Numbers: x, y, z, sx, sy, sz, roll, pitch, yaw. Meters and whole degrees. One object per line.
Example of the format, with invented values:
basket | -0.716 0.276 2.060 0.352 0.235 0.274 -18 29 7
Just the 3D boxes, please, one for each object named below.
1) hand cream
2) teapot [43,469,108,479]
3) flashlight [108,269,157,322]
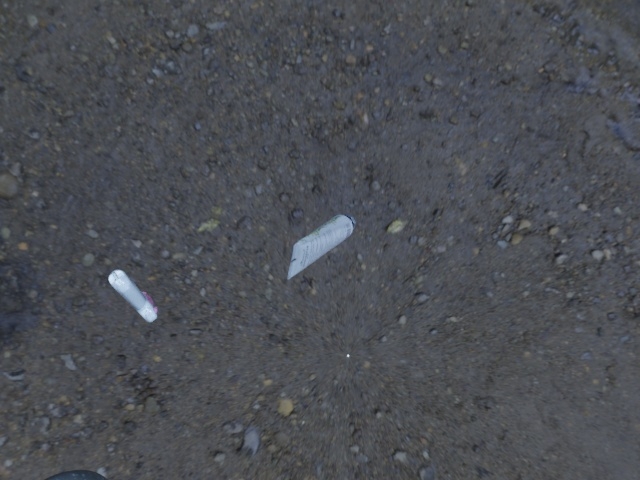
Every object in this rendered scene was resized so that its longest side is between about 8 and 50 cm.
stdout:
hand cream | 0.000 0.000 1.095 0.042 0.194 0.067 29 122 19
teapot | -0.492 0.613 1.267 0.285 0.305 0.223 36 111 43
flashlight | -0.455 0.132 1.639 0.047 0.200 0.093 -37 57 -11
